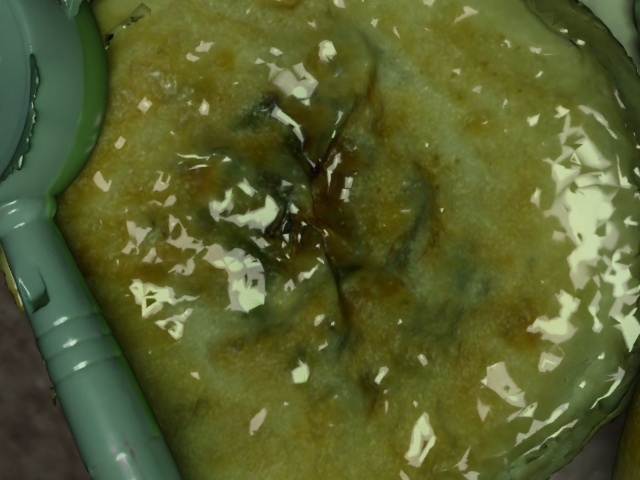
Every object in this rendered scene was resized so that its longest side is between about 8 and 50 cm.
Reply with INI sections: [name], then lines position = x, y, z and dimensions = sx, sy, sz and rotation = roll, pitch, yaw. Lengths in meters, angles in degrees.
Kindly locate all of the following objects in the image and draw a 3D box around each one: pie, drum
[pie]
position = 0.000, 0.000, 0.590
dimensions = 0.274, 0.055, 0.274
rotation = 2, 96, 18
[drum]
position = -0.126, 0.005, 0.587
dimensions = 0.130, 0.049, 0.253
rotation = -13, 86, 28

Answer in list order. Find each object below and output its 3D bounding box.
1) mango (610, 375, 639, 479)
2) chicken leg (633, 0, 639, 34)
[mango]
position = 0.195, 0.122, 0.545
dimensions = 0.193, 0.146, 0.316
rotation = -7, 121, -12
[chicken leg]
position = 0.129, -0.231, 0.512
dimensions = 0.201, 0.153, 0.429
rotation = -7, 108, 21
